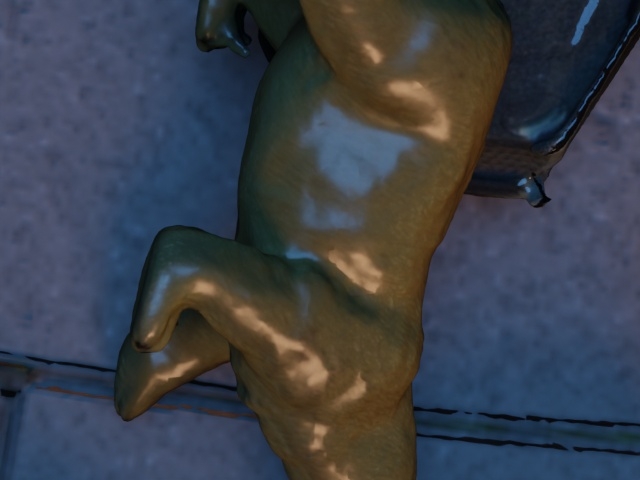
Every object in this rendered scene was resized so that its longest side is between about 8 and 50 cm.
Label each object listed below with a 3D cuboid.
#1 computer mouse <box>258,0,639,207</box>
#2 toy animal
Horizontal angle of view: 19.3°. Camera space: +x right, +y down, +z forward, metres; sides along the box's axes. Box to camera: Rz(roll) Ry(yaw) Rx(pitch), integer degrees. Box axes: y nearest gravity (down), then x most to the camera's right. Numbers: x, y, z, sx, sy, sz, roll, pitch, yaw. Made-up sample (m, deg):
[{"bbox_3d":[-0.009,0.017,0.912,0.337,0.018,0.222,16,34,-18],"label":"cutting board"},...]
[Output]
[{"bbox_3d":[0.070,-0.114,0.598,0.126,0.071,0.231,31,96,14],"label":"computer mouse"},{"bbox_3d":[0.000,0.000,0.554,0.101,0.103,0.218,12,101,-8],"label":"toy animal"}]
